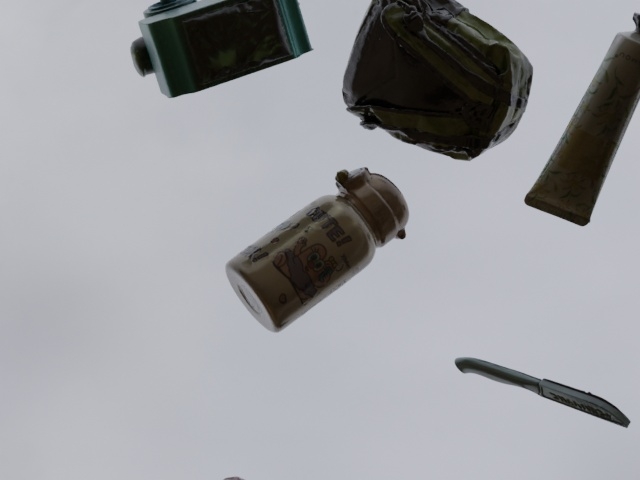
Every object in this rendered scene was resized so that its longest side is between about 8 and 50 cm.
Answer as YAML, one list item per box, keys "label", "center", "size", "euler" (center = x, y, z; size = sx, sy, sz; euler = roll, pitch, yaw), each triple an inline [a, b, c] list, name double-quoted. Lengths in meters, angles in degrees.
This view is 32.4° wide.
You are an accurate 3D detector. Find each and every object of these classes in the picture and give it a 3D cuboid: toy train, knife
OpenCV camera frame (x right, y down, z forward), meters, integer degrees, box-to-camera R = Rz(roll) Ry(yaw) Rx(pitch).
- label: "toy train"
  center: [-0.105, -0.224, 1.191]
  size: [0.198, 0.154, 0.107]
  euler: [-21, -70, -12]
- label: "knife"
  center: [0.227, 0.153, 1.152]
  size: [0.210, 0.015, 0.028]
  euler: [14, -48, 42]

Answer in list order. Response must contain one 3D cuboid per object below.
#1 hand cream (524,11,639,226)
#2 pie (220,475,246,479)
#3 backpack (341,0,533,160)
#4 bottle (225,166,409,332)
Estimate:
- label: "hand cream"
  center: [0.251, -0.107, 0.983]
  size: [0.067, 0.042, 0.194]
  euler: [18, -73, -13]
- label: "pie"
  center: [-0.063, 0.282, 0.912]
  size: [0.182, 0.049, 0.182]
  euler: [9, -71, 27]
- label: "backpack"
  center: [0.154, -0.220, 1.485]
  size: [0.253, 0.140, 0.207]
  euler: [31, -57, 19]
- label: "bottle"
  center: [0.000, 0.000, 1.221]
  size: [0.209, 0.097, 0.110]
  euler: [-37, -71, -17]
